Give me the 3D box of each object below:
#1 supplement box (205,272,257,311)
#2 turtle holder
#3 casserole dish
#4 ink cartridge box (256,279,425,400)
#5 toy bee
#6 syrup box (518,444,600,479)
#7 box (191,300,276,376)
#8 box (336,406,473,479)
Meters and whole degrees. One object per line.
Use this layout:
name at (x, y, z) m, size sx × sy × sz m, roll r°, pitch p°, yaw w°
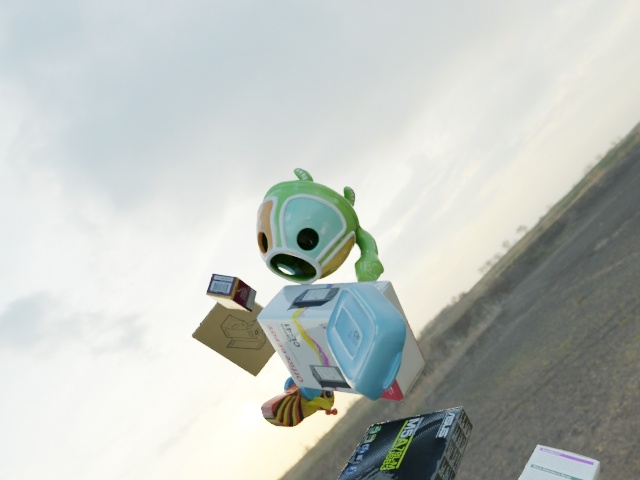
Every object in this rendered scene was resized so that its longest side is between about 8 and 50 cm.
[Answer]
supplement box at (-0.158, 0.094, 0.918) m, size 0.083 × 0.055 × 0.043 m, roll 53°, pitch -133°, yaw -60°
turtle holder at (-0.018, 0.003, 1.290) m, size 0.243 × 0.320 × 0.227 m, roll -24°, pitch 36°, yaw 37°
casserole dish at (0.050, 0.121, 0.662) m, size 0.188 × 0.037 × 0.114 m, roll -129°, pitch 58°, yaw -67°
ink cartridge box at (0.042, 0.215, 1.128) m, size 0.306 × 0.226 × 0.131 m, roll -9°, pitch 27°, yaw 41°
toy bee at (-0.016, 0.438, 1.422) m, size 0.298 × 0.162 × 0.195 m, roll -30°, pitch 6°, yaw -23°
syrup box at (0.323, 0.402, 0.724) m, size 0.237 × 0.096 × 0.093 m, roll -21°, pitch -72°, yaw -48°
box at (-0.195, 0.230, 1.296) m, size 0.164 × 0.201 × 0.021 m, roll -52°, pitch 16°, yaw 4°
box at (0.122, 0.339, 0.779) m, size 0.184 × 0.045 × 0.191 m, roll -28°, pitch 4°, yaw 36°
